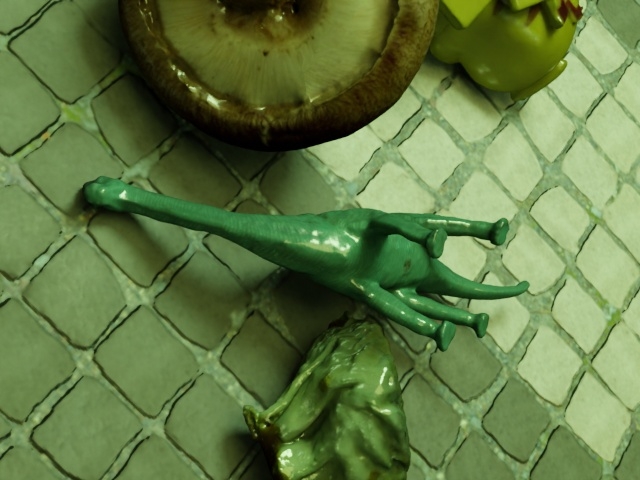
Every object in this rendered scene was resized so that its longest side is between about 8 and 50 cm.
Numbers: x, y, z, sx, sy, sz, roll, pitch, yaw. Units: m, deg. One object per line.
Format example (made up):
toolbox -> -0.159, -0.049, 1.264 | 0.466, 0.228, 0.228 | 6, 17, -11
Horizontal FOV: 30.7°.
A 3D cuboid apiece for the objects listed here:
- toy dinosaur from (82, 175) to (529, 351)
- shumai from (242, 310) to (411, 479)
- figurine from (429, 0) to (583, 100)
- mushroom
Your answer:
toy dinosaur -> 0.000, 0.000, 1.127 | 0.383, 0.331, 0.129 | 11, 94, -66
shumai -> 0.004, 0.162, 1.053 | 0.142, 0.184, 0.184 | -12, 77, -5
figurine -> 0.147, -0.277, 1.258 | 0.327, 0.169, 0.218 | 20, 58, -26
mushroom -> -0.040, -0.220, 1.062 | 0.163, 0.297, 0.278 | -72, 155, -62
